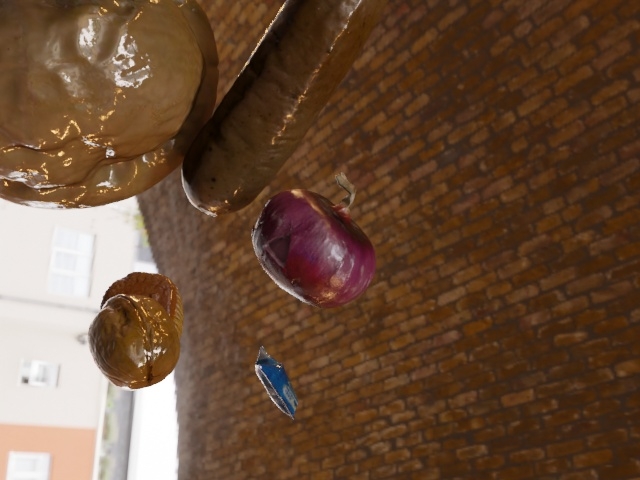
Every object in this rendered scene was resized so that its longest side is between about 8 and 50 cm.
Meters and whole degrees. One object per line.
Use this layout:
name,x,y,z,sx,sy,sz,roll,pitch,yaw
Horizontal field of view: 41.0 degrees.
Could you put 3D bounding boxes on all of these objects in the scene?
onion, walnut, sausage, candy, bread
onion,-0.006,0.008,1.143,0.153,0.177,0.177,-24,-122,22
walnut,-0.307,0.165,1.415,0.180,0.144,0.144,44,-65,35
sausage,-0.028,-0.242,1.154,0.501,0.123,0.136,-56,-159,13
candy,-0.060,0.196,1.209,0.038,0.088,0.136,-36,-173,2
walnut,-0.345,-0.224,1.178,0.383,0.383,0.383,-21,-117,48
bread,-0.398,0.163,1.905,0.104,0.199,0.199,92,-14,-57
